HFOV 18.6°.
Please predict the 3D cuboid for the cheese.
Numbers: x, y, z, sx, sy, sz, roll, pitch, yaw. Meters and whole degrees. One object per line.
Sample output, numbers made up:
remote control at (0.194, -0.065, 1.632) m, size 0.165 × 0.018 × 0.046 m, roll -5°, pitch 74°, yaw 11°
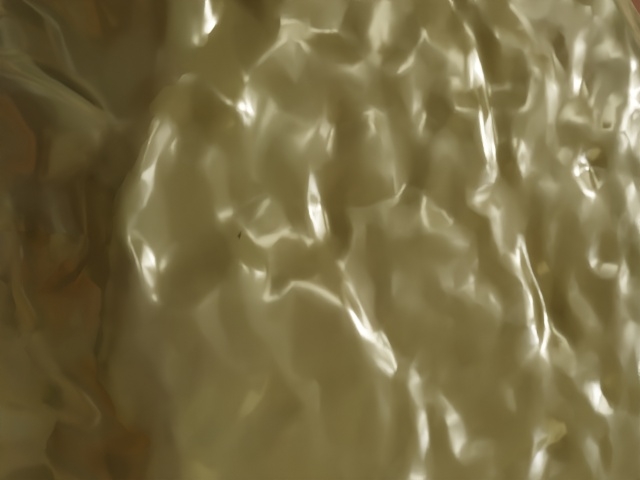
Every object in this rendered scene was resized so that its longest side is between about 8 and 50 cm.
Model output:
cheese at (0.000, 0.000, 0.610) m, size 0.326 × 0.115 × 0.318 m, roll 40°, pitch -120°, yaw -38°
